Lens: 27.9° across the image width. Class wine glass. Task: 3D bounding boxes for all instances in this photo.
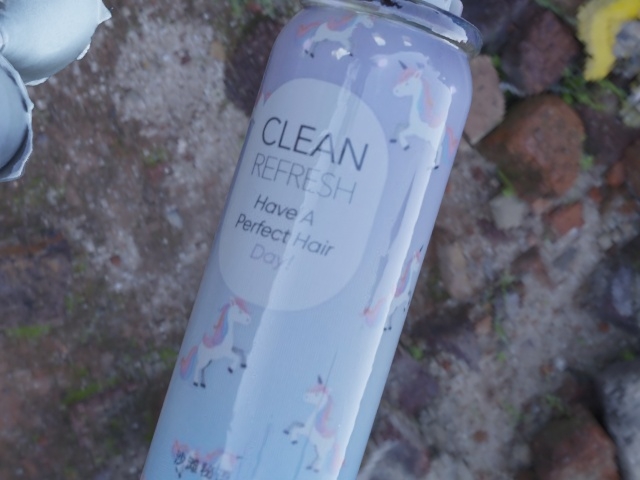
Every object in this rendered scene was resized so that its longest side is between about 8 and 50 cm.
[{"bbox_3d":[-0.243,-0.136,0.920,0.156,0.232,0.156,-1,120,-2],"label":"wine glass"}]

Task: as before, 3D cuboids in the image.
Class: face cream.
[{"bbox_3d":[0.000,0.000,0.454,0.075,0.075,0.229,16,90,-35],"label":"face cream"}]
